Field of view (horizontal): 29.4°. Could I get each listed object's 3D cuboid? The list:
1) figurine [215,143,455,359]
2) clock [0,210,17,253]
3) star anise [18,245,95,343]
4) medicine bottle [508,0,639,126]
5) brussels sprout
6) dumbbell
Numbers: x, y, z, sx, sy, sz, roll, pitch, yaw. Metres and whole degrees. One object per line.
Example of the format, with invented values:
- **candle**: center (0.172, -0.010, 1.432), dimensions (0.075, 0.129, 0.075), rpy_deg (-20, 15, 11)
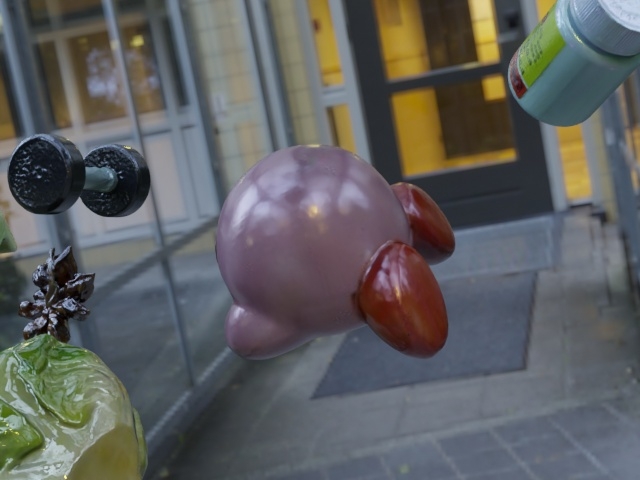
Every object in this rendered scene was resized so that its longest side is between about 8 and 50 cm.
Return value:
- **figurine**: center (0.006, -0.005, 1.371), dimensions (0.261, 0.211, 0.270), rpy_deg (-8, 29, 16)
- **clock**: center (-0.662, 0.086, 1.954), dimensions (0.286, 0.117, 0.348), rpy_deg (-6, 42, 11)
- **star anise**: center (-0.380, 0.092, 1.757), dimensions (0.168, 0.168, 0.057), rpy_deg (-4, -13, 42)
- **medicine bottle**: center (0.354, -0.260, 1.617), dimensions (0.139, 0.139, 0.225), rpy_deg (-15, -20, -26)
- **brussels sprout**: center (-0.334, 0.230, 1.359), dimensions (0.294, 0.227, 0.259), rpy_deg (12, 36, 32)
- **dumbbell**: center (-0.306, -0.080, 1.560), dimensions (0.100, 0.100, 0.191), rpy_deg (-7, -3, 23)
